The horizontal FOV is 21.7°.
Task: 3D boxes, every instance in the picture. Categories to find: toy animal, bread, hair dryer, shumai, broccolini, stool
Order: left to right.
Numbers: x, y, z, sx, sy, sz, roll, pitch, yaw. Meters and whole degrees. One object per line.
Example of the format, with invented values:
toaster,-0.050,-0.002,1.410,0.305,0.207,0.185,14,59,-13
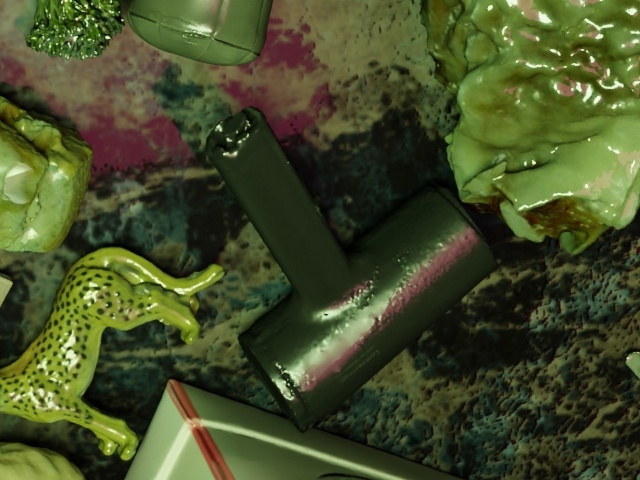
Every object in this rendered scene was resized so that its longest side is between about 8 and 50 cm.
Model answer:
bread,-0.228,-0.044,1.115,0.156,0.110,0.103,15,108,-20
broccolini,-0.164,-0.226,1.101,0.067,0.058,0.216,-3,107,-13
toy animal,-0.165,0.068,1.189,0.136,0.073,0.181,29,95,-22
stool,-0.075,-0.176,1.126,0.096,0.096,0.110,15,97,-21
hair dryer,0.000,0.000,1.179,0.197,0.089,0.251,-38,132,-3
shumai,0.185,-0.097,1.179,0.256,0.189,0.218,13,99,-15

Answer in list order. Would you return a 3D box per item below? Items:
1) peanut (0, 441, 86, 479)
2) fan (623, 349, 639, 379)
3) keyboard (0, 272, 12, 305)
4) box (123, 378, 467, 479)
peanut,-0.273,0.297,1.180,0.340,0.174,0.158,-54,158,9
fan,0.379,0.191,1.426,0.223,0.012,0.294,-18,112,-11
keyboard,-0.298,0.014,1.160,0.166,0.017,0.055,25,103,-22
box,-0.006,0.328,1.193,0.314,0.300,0.312,22,100,-22
